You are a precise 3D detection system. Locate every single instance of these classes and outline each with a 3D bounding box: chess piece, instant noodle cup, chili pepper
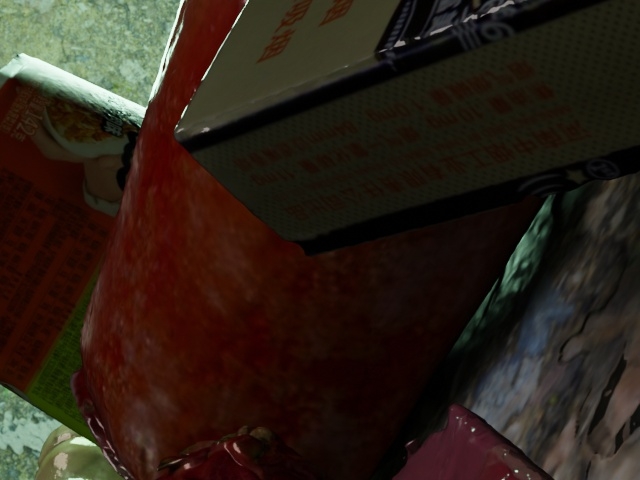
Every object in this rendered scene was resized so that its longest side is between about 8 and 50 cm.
[{"bbox_3d":[-0.242,0.308,1.400,0.137,0.137,0.301,-57,13,24],"label":"chess piece"},{"bbox_3d":[-0.141,0.024,1.071,0.294,0.308,0.294,-59,8,14],"label":"instant noodle cup"},{"bbox_3d":[0.000,0.000,0.787,0.251,0.229,0.305,48,128,44],"label":"chili pepper"}]

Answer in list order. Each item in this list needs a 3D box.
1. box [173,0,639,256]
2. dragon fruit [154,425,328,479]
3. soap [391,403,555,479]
[{"bbox_3d":[0.102,-0.117,0.497,0.310,0.084,0.198,-14,42,47],"label":"box"},{"bbox_3d":[-0.043,0.170,0.653,0.166,0.133,0.136,-57,-33,-19],"label":"dragon fruit"},{"bbox_3d":[0.038,0.135,0.348,0.162,0.099,0.250,-61,9,2],"label":"soap"}]
